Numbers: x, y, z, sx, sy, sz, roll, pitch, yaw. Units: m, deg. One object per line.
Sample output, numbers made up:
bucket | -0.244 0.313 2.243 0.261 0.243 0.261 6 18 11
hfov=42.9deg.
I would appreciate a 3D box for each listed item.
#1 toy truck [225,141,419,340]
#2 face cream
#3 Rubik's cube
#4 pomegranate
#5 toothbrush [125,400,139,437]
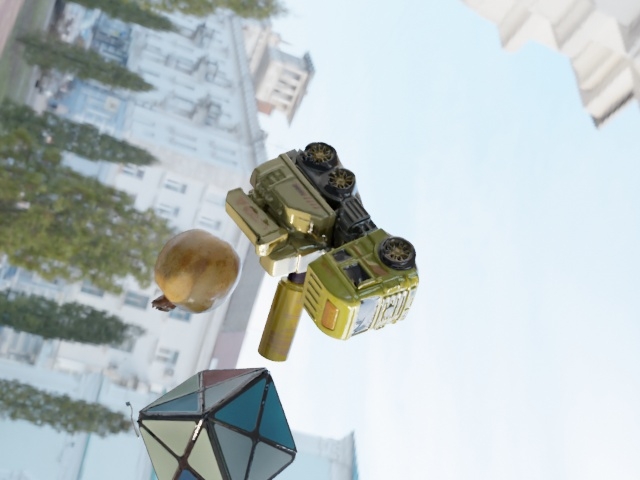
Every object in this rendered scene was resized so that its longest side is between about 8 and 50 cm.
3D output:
toy truck | 0.000 0.000 1.572 0.405 0.254 0.180 52 -27 28
face cream | -0.074 0.147 1.896 0.078 0.078 0.273 -129 -126 -67
Rubik's cube | -0.239 0.461 1.914 0.250 0.248 0.246 -9 -75 37
pomegranate | -0.278 0.073 1.869 0.207 0.207 0.207 -54 -154 42
toothbrush | -0.455 0.434 1.978 0.131 0.013 0.011 -129 -143 -52
